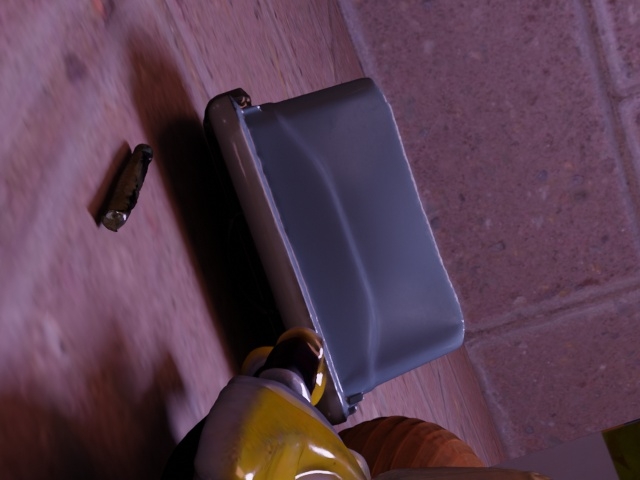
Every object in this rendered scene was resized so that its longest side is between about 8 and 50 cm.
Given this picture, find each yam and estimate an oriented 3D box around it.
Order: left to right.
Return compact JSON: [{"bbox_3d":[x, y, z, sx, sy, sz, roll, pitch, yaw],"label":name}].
[{"bbox_3d":[-0.100,-0.030,0.600,0.107,0.014,0.014,-89,159,-66],"label":"yam"}]

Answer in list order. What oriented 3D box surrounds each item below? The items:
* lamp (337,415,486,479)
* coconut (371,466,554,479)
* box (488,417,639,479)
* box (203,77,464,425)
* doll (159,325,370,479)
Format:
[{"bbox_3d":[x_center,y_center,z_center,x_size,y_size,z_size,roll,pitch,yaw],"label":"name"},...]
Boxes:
[{"bbox_3d":[0.047,0.177,0.709,0.136,0.136,0.136,-18,90,-81],"label":"lamp"},{"bbox_3d":[0.066,0.193,0.559,0.171,0.183,0.171,36,14,-11],"label":"coconut"},{"bbox_3d":[0.202,0.253,0.941,0.200,0.300,0.106,59,14,-55],"label":"box"},{"bbox_3d":[0.000,0.000,0.776,0.162,0.130,0.227,-160,-129,-82],"label":"box"},{"bbox_3d":[-0.031,0.120,0.468,0.103,0.145,0.316,37,7,-4],"label":"doll"}]
